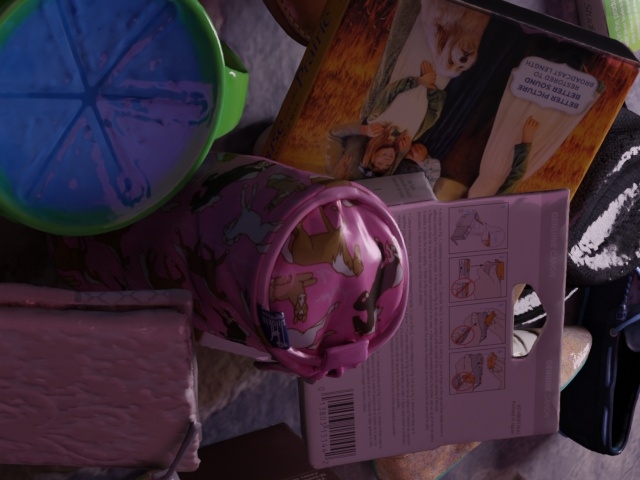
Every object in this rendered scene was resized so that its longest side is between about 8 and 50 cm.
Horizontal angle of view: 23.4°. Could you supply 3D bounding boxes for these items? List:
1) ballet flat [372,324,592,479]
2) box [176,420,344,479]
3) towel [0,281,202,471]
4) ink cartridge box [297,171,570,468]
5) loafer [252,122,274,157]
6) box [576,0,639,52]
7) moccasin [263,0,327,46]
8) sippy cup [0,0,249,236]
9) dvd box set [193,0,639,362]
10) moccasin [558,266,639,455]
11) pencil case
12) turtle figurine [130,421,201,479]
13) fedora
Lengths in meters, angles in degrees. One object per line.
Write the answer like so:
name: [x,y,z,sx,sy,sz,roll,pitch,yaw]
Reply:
ballet flat: [0.187,0.177,1.829,0.316,0.107,0.106,-39,121,-12]
box: [-0.060,0.333,1.679,0.167,0.203,0.168,-15,121,-26]
towel: [-0.264,0.121,1.359,0.316,0.053,0.332,3,151,-2]
ink cartridge box: [0.105,0.075,1.516,0.261,0.066,0.296,-7,121,-7]
loafer: [0.000,0.000,1.622,0.102,0.092,0.269,-31,126,-16]
box: [0.415,-0.370,1.728,0.322,0.058,0.232,-30,126,-19]
moccasin: [0.000,-0.355,1.407,0.139,0.147,0.380,-12,119,-27]
sippy cup: [-0.232,-0.151,1.312,0.240,0.224,0.305,-50,129,-3]
dvd box set: [0.087,-0.045,1.518,0.307,0.062,0.420,16,115,-20]
moccasin: [0.395,0.106,1.908,0.137,0.117,0.342,-7,119,-38]
pencil case: [-0.095,0.008,1.382,0.160,0.386,0.167,46,71,-36]
turtle figurine: [-0.151,0.329,1.466,0.274,0.198,0.266,-33,165,5]
fedora: [0.287,-0.047,1.697,0.334,0.152,0.334,-13,110,-41]
